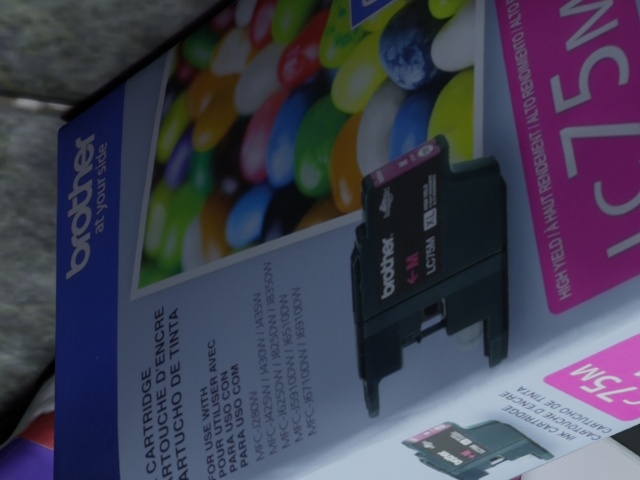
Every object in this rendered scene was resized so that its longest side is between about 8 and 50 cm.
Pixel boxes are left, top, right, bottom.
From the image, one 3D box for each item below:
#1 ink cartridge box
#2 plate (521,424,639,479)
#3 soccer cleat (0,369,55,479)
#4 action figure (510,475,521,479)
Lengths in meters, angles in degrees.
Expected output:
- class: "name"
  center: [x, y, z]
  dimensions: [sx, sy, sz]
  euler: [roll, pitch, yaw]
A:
- class: "ink cartridge box"
  center: [0.000, 0.000, 0.534]
  dimensions: [0.065, 0.186, 0.311]
  euler: [24, 139, -37]
- class: "plate"
  center: [0.202, 0.196, 0.862]
  dimensions: [0.278, 0.045, 0.277]
  euler: [32, 149, 17]
- class: "soccer cleat"
  center: [-0.138, 0.158, 0.822]
  dimensions: [0.108, 0.116, 0.318]
  euler: [20, 140, -29]
- class: "action figure"
  center: [0.018, 0.164, 0.692]
  dimensions: [0.276, 0.248, 0.370]
  euler: [0, 163, 2]
